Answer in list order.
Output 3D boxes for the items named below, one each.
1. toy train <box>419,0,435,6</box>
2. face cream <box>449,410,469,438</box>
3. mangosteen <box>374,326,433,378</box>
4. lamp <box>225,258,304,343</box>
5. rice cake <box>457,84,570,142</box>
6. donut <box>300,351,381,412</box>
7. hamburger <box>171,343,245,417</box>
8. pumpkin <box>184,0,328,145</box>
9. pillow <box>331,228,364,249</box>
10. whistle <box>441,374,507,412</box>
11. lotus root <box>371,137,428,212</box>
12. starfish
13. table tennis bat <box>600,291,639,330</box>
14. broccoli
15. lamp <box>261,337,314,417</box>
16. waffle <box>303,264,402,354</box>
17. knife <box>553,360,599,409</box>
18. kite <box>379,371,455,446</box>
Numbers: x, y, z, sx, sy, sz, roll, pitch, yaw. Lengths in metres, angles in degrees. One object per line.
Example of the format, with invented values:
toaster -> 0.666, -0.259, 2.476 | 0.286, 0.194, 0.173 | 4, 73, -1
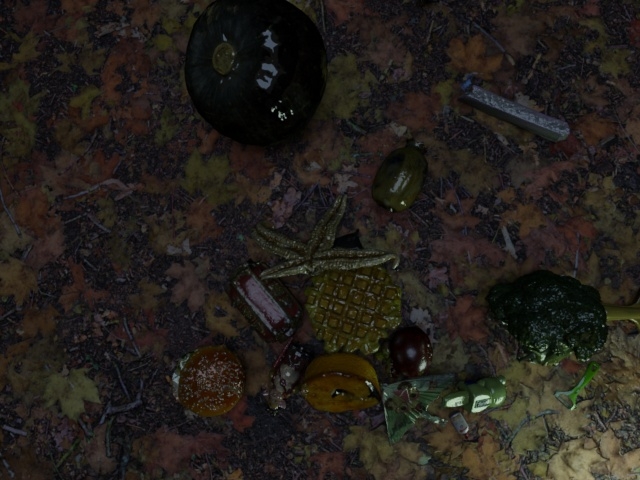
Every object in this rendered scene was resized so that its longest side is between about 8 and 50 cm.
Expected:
toy train -> 0.360, -0.892, 1.444 | 0.127, 0.089, 0.220 | 25, 88, 16
face cream -> 0.437, 0.574, 1.343 | 0.040, 0.021, 0.083 | -31, 84, 2
mangosteen -> 0.250, 0.335, 1.321 | 0.181, 0.156, 0.146 | 9, 121, 22
lamp -> -0.170, 0.189, 1.350 | 0.177, 0.177, 0.274 | -39, 83, 0
rice cake -> 0.623, -0.412, 1.391 | 0.364, 0.072, 0.056 | 26, 90, 8
donut -> 0.060, 0.434, 1.283 | 0.253, 0.254, 0.119 | 1, 41, 4
hamburger -> -0.346, 0.438, 1.352 | 0.236, 0.147, 0.237 | 0, 87, 2
pumpkin -> -0.194, -0.517, 1.324 | 0.453, 0.344, 0.456 | 4, 100, 23
pillow -> 0.065, 0.021, 1.398 | 0.149, 0.091, 0.048 | -19, 126, 5
whistle -> 0.466, 0.466, 1.301 | 0.227, 0.085, 0.105 | -5, 111, -15
lotus root -> 0.264, -0.218, 1.366 | 0.153, 0.154, 0.278 | 29, 83, 6
starfish -> 0.000, 0.000, 1.351 | 0.431, 0.083, 0.324 | -13, 47, 1
table tennis bat -> 1.007, 0.222, 1.322 | 0.320, 0.050, 0.199 | 1, 87, 0
broccoli -> 0.643, 0.231, 1.246 | 0.303, 0.321, 0.284 | -1, 116, 14
lamp -> -0.113, 0.440, 1.352 | 0.118, 0.118, 0.253 | 32, 87, 6
waffle -> 0.104, 0.195, 1.340 | 0.301, 0.068, 0.325 | -26, 66, -1
knife -> 0.801, 0.443, 1.327 | 0.078, 0.022, 0.166 | 42, 90, 1
kite -> 0.284, 0.503, 1.317 | 0.267, 0.013, 0.323 | 36, 101, -15
